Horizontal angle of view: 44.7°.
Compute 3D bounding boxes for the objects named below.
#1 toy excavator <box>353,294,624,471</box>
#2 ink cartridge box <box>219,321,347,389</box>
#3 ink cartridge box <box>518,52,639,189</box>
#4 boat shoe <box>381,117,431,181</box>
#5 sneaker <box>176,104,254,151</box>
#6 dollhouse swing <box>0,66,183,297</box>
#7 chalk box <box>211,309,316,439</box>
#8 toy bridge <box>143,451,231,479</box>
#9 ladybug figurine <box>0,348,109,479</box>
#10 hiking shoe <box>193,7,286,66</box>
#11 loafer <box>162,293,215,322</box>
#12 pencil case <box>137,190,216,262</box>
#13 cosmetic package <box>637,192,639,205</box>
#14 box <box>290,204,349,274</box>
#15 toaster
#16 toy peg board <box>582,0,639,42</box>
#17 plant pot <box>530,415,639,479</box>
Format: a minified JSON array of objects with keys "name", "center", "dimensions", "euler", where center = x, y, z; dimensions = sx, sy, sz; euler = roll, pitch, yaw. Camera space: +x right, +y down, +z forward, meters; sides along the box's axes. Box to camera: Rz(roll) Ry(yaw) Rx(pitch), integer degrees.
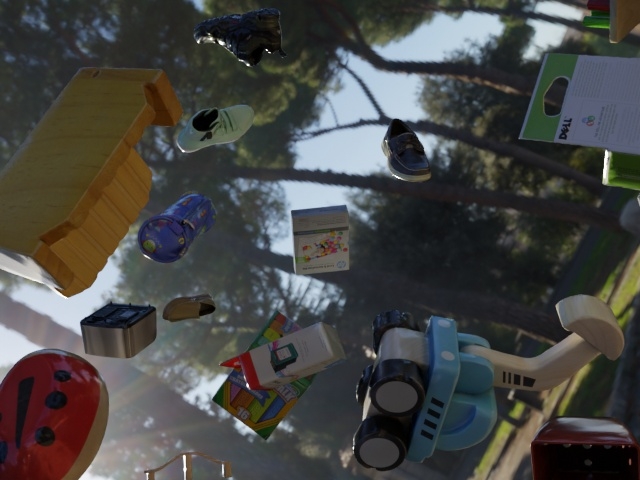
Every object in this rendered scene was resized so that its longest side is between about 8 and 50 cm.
[{"name":"toy excavator","center":[0.317,0.269,1.551],"dimensions":[0.222,0.445,0.433],"euler":[-83,5,-61]},{"name":"ink cartridge box","center":[-0.075,0.248,1.594],"dimensions":[0.231,0.078,0.134],"euler":[-23,-17,9]},{"name":"ink cartridge box","center":[0.458,-0.186,1.204],"dimensions":[0.189,0.255,0.097],"euler":[-67,-26,-24]},{"name":"boat shoe","center":[0.228,-0.248,2.106],"dimensions":[0.285,0.103,0.092],"euler":[-106,14,-59]},{"name":"sneaker","center":[-0.273,-0.335,2.200],"dimensions":[0.256,0.094,0.151],"euler":[-30,-1,-29]},{"name":"dollhouse swing","center":[-0.354,-0.057,1.309],"dimensions":[0.347,0.315,0.305],"euler":[-61,-42,-21]},{"name":"chalk box","center":[-0.108,0.313,1.939],"dimensions":[0.289,0.179,0.180],"euler":[-55,-2,29]},{"name":"toy bridge","center":[-0.291,0.496,1.704],"dimensions":[0.026,0.188,0.063],"euler":[147,121,-70]},{"name":"ladybug figurine","center":[-0.671,0.424,1.874],"dimensions":[0.449,0.305,0.162],"euler":[-114,4,-51]},{"name":"hiking shoe","center":[-0.177,-0.421,1.651],"dimensions":[0.086,0.227,0.114],"euler":[-33,-62,-48]},{"name":"loafer","center":[-0.319,0.167,1.915],"dimensions":[0.148,0.050,0.056],"euler":[-18,-56,-40]},{"name":"pencil case","center":[-0.350,-0.039,1.951],"dimensions":[0.133,0.119,0.306],"euler":[-34,9,15]},{"name":"cosmetic package","center":[0.745,-0.073,1.472],"dimensions":[0.127,0.238,0.107],"euler":[-52,-43,-13]},{"name":"box","center":[0.000,0.000,2.012],"dimensions":[0.038,0.145,0.186],"euler":[-103,9,-53]},{"name":"toaster","center":[-0.577,0.255,2.221],"dimensions":[0.186,0.168,0.110],"euler":[-41,-49,-67]},{"name":"toy peg board","center":[0.564,-0.486,1.488],"dimensions":[0.161,0.079,0.160],"euler":[-40,-49,-33]},{"name":"plant pot","center":[0.724,0.611,2.117],"dimensions":[0.236,0.267,0.267],"euler":[-41,-55,-66]}]
